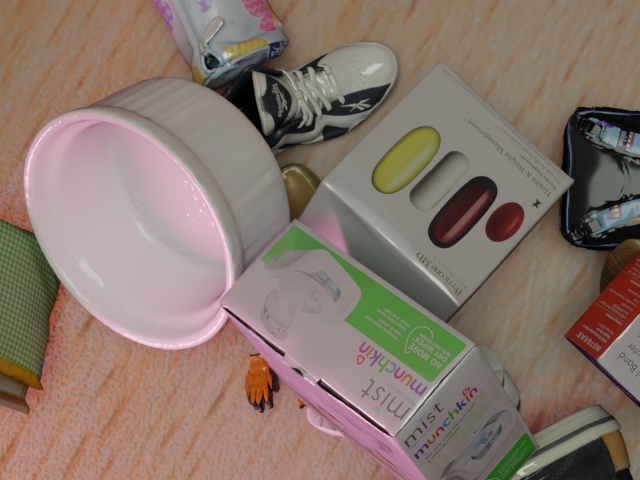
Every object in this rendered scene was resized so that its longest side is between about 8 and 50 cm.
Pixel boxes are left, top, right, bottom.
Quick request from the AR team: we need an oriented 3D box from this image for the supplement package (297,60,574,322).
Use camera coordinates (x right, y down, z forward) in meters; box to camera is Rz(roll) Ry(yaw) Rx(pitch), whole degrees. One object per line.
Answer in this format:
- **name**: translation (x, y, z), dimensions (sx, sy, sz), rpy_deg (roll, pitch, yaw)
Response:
- **supplement package**: translation (0.115, -0.036, 1.837), dimensions (0.194, 0.149, 0.203), rpy_deg (42, 65, 4)

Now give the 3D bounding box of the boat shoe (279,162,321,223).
- **boat shoe**: translation (0.000, 0.000, 1.912), dimensions (0.068, 0.072, 0.190), rpy_deg (-26, 86, 2)

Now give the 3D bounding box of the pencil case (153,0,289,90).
- **pencil case**: translation (-0.145, -0.297, 1.909), dimensions (0.113, 0.124, 0.273), rpy_deg (-32, 83, 41)

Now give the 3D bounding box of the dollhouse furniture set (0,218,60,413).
- **dollhouse furniture set**: translation (-0.359, 0.053, 1.792), dimensions (0.151, 0.301, 0.197), rpy_deg (-1, 71, 45)

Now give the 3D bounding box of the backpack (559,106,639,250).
- **backpack**: translation (0.348, -0.064, 1.875), dimensions (0.173, 0.117, 0.158), rpy_deg (1, 87, 4)

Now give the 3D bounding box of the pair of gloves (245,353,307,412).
- **pair of gloves**: translation (-0.042, 0.153, 1.920), dimensions (0.083, 0.010, 0.074), rpy_deg (-6, 56, 6)

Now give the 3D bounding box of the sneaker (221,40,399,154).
- **sneaker**: translation (-0.024, -0.152, 1.880), dimensions (0.235, 0.153, 0.094), rpy_deg (-19, 88, 2)

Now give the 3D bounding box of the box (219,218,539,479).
- **box**: translation (0.057, 0.135, 1.736), dimensions (0.127, 0.231, 0.262), rpy_deg (-47, 52, -10)

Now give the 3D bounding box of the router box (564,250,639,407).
- **router box**: translation (0.471, 0.099, 1.811), dimensions (0.335, 0.082, 0.301), rpy_deg (41, 90, -23)

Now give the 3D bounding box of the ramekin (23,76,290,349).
- **ramekin**: translation (-0.165, -0.037, 1.831), dimensions (0.277, 0.135, 0.277), rpy_deg (20, 129, 27)

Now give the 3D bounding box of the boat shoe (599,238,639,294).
- **boat shoe**: translation (0.336, 0.059, 1.864), dimensions (0.059, 0.170, 0.063), rpy_deg (-15, 50, -22)

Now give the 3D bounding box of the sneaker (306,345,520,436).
- **sneaker**: translation (0.100, 0.182, 1.895), dimensions (0.235, 0.095, 0.090), rpy_deg (-8, 59, 21)

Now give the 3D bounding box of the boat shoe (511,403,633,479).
- **boat shoe**: translation (0.119, 0.351, 1.840), dimensions (0.500, 0.187, 0.156), rpy_deg (-28, 81, -4)
